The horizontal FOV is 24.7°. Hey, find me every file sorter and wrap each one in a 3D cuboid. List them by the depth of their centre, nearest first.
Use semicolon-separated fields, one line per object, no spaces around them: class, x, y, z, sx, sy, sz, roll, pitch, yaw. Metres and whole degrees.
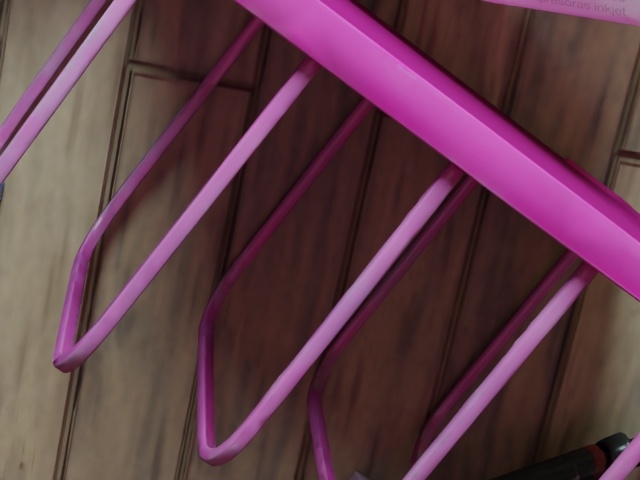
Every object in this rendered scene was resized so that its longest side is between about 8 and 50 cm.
file sorter;0.000;0.000;0.639;0.291;0.202;0.182;35;101;-15

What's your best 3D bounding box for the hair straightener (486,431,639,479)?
hair straightener;0.090;0.155;0.768;0.230;0.047;0.089;-21;127;-15

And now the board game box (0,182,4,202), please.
board game box;-0.243;0.002;0.616;0.194;0.194;0.060;13;105;-10

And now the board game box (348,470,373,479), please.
board game box;0.033;0.183;0.790;0.090;0.020;0.090;30;99;-14

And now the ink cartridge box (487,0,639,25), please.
ink cartridge box;0.068;-0.203;0.564;0.159;0.092;0.218;14;139;28
